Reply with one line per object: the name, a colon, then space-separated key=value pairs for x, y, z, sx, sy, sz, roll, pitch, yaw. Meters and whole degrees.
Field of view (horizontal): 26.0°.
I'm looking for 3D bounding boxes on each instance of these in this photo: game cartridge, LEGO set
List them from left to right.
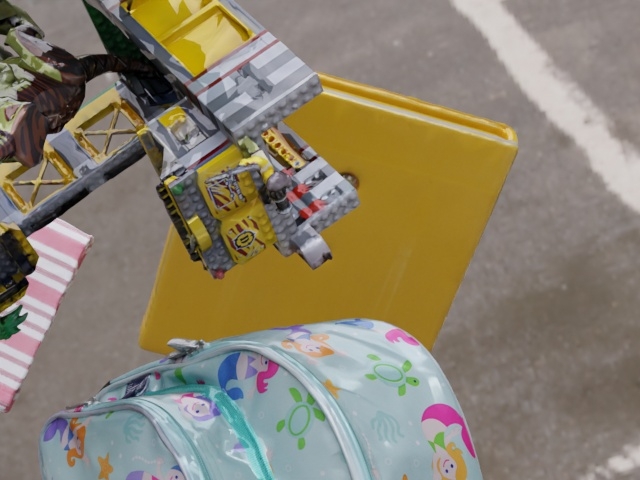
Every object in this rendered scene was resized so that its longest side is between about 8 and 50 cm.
LEGO set: x=-0.120 y=-0.069 z=0.615 sx=0.255 sy=0.331 sz=0.192 roll=-31 pitch=51 yaw=-19
game cartridge: x=0.000 y=0.000 z=1.328 sx=0.285 sy=0.323 sz=0.052 roll=15 pitch=31 yaw=-10

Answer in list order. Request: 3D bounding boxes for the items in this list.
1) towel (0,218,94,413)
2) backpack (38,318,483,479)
towel: x=-0.329 y=0.055 z=1.374 sx=0.029 sy=0.144 sz=0.197 roll=86 pitch=-151 yaw=-81
backpack: x=-0.031 y=0.159 z=0.790 sx=0.253 sy=0.225 sz=0.191 roll=-19 pitch=-8 yaw=43
